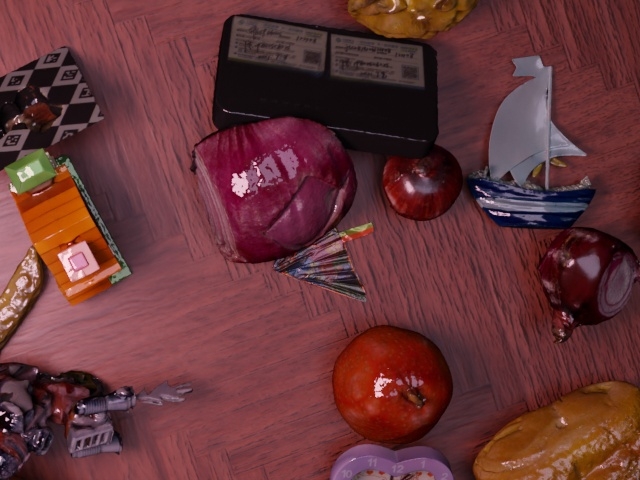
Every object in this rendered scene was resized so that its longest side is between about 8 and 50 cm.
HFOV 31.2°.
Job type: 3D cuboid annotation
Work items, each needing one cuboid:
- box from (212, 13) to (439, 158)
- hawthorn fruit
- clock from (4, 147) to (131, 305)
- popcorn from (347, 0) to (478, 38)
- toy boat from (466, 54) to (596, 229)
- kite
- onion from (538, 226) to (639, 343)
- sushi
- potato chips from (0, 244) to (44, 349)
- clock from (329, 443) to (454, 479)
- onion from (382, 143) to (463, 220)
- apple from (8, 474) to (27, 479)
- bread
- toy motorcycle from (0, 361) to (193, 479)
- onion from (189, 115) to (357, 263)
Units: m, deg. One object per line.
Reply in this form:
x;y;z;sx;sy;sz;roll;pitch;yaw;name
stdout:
0.011;-0.243;1.795;0.350;0.058;0.211;8;56;-7;box
0.119;0.230;1.776;0.196;0.225;0.196;-1;93;-15;hawthorn fruit
-0.381;-0.017;1.692;0.106;0.255;0.220;-28;93;-6;clock
0.135;-0.427;1.785;0.250;0.190;0.250;8;106;29;popcorn
0.350;-0.166;1.888;0.220;0.067;0.291;3;88;-7;toy boat
0.000;0.000;1.866;0.183;0.014;0.241;-20;92;-8;kite
0.411;0.072;1.856;0.198;0.135;0.173;-50;131;-10;onion
-0.446;-0.177;1.737;0.219;0.231;0.047;-28;135;-7;sushi
-0.557;0.180;1.770;0.080;0.057;0.407;44;86;-8;potato chips
0.111;0.401;1.852;0.198;0.064;0.172;3;117;-6;clock
0.161;-0.094;1.831;0.131;0.131;0.131;0;91;-8;onion
-0.525;0.512;1.635;0.391;0.346;0.391;0;92;-6;apple
0.449;0.414;1.848;0.328;0.148;0.337;-27;92;-2;bread
-0.394;0.265;1.718;0.401;0.207;0.134;0;121;-26;toy motorcycle
-0.065;-0.058;1.739;0.247;0.111;0.250;-10;127;5;onion
